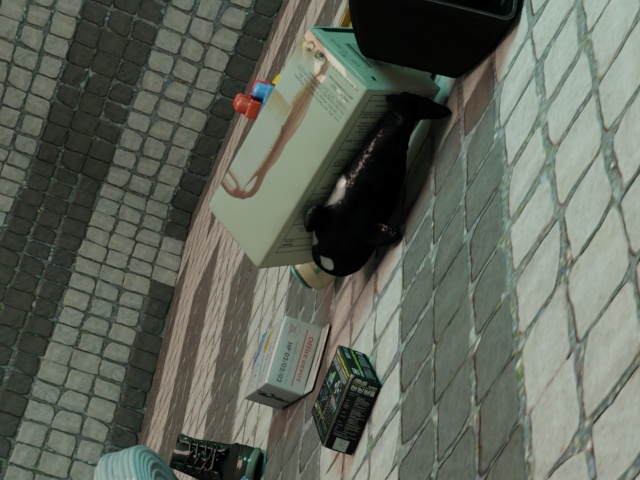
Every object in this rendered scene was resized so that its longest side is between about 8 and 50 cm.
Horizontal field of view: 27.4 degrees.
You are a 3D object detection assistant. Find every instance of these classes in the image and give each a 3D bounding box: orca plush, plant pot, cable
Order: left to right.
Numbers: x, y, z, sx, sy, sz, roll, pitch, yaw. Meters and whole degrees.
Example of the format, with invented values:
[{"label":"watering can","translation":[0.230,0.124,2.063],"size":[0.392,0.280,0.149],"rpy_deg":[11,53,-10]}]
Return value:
[{"label":"cable","translation":[-0.251,0.428,1.984],"size":[0.257,0.089,0.257],"rpy_deg":[63,-176,17]},{"label":"orca plush","translation":[0.083,-0.045,1.636],"size":[0.151,0.102,0.287],"rpy_deg":[-2,-46,-53]},{"label":"plant pot","translation":[0.131,-0.299,1.543],"size":[0.167,0.188,0.187],"rpy_deg":[101,-178,-61]}]

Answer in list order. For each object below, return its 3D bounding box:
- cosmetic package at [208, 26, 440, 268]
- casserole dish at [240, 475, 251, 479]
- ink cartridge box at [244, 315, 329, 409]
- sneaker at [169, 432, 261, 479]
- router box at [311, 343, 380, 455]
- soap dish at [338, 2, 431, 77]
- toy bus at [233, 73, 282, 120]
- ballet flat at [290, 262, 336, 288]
[{"label":"cosmetic package","translation":[0.000,-0.117,1.681],"size":[0.129,0.153,0.296],"rpy_deg":[49,123,26]},{"label":"casserole dish","translation":[-0.121,0.424,1.864],"size":[0.114,0.037,0.188],"rpy_deg":[-95,27,-67]},{"label":"ink cartridge box","translation":[-0.049,0.173,1.881],"size":[0.181,0.061,0.104],"rpy_deg":[137,151,-68]},{"label":"sneaker","translation":[-0.166,0.343,2.012],"size":[0.222,0.118,0.083],"rpy_deg":[141,147,-71]},{"label":"router box","translation":[0.028,0.183,1.524],"size":[0.122,0.038,0.092],"rpy_deg":[-119,49,-76]},{"label":"soap dish","translation":[0.104,-0.317,1.840],"size":[0.291,0.118,0.229],"rpy_deg":[-96,27,-70]},{"label":"toy bus","translation":[-0.033,-0.201,2.085],"size":[0.220,0.211,0.149],"rpy_deg":[-106,35,-75]},{"label":"ballet flat","translation":[0.000,0.000,1.948],"size":[0.248,0.086,0.086],"rpy_deg":[-102,33,-68]}]
